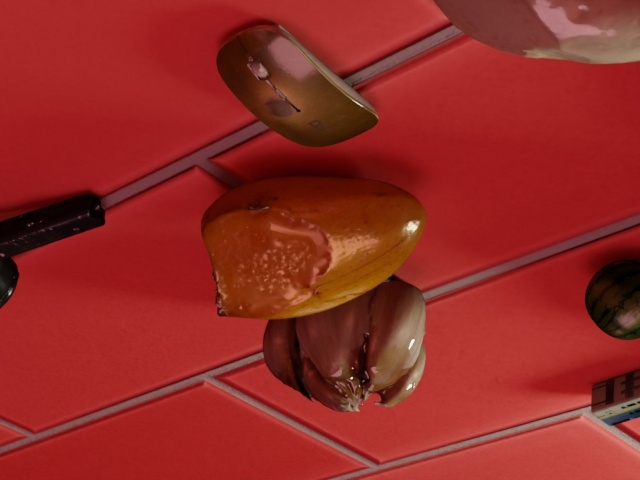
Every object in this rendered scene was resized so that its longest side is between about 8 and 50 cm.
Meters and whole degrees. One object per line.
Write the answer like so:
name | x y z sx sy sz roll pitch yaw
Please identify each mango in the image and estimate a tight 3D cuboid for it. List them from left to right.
mango | 0.000 0.000 1.696 0.257 0.138 0.187 -6 129 11

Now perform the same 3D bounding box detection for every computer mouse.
computer mouse | -0.022 -0.154 1.531 0.102 0.045 0.199 -20 141 31

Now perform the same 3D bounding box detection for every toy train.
toy train | 0.482 0.198 2.020 0.051 0.052 0.234 34 138 -31

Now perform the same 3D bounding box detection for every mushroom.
mushroom | 0.267 -0.218 1.319 0.350 0.128 0.128 5 149 -8

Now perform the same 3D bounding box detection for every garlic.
garlic | 0.033 0.115 1.862 0.214 0.191 0.160 14 124 7

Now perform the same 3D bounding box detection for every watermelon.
watermelon | 0.378 0.070 1.787 0.109 0.109 0.109 4 148 2

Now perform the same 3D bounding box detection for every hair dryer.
hair dryer | -0.380 -0.013 1.795 0.251 0.089 0.197 -16 141 15
